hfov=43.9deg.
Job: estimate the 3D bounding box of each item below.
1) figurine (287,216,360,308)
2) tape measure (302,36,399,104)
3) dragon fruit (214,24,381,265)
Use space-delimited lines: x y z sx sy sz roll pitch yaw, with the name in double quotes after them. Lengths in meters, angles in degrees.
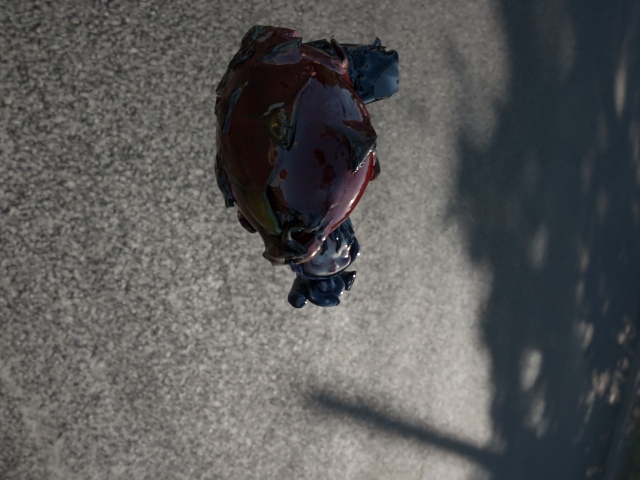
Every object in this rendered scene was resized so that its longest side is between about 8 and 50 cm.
0.000 0.000 1.407 0.145 0.145 0.222 -36 139 -46 "figurine"
0.010 -0.274 1.319 0.199 0.186 0.112 -20 114 -37 "tape measure"
-0.035 -0.130 1.088 0.250 0.250 0.315 45 30 -59 "dragon fruit"
